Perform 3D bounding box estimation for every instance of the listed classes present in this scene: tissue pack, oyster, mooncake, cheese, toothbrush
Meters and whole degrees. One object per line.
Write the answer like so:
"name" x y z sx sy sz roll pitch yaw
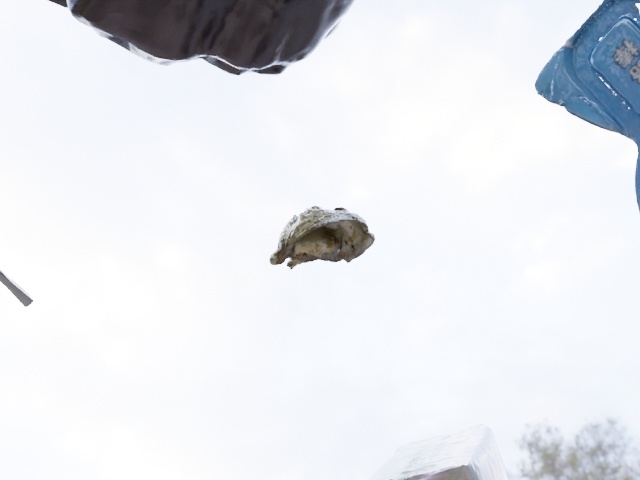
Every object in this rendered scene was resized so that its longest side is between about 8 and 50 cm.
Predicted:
"tissue pack" 0.146 0.327 1.015 0.124 0.225 0.185 -16 -3 19
"oyster" 0.000 0.000 0.854 0.081 0.038 0.083 -46 -40 8
"mooncake" -0.132 -0.325 0.976 0.350 0.381 0.212 -36 -19 -52
"cheese" 0.233 -0.058 0.582 0.052 0.245 0.135 8 -48 -48
"toothbrush" -0.323 0.006 0.893 0.017 0.014 0.194 -40 -41 -4
